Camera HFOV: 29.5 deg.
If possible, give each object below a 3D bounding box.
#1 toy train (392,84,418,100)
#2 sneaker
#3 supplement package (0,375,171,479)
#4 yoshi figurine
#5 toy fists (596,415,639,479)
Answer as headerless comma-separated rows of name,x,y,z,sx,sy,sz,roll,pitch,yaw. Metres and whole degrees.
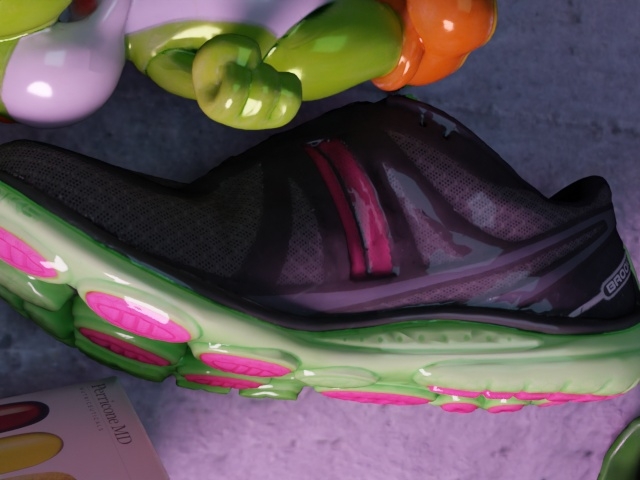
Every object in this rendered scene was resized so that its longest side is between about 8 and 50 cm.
toy train,0.057,-0.121,0.884,0.024,0.017,0.083,-15,99,-31
sneaker,0.000,0.000,0.806,0.483,0.185,0.202,10,72,-26
supplement package,-0.215,0.189,0.707,0.244,0.139,0.133,-10,119,-22
yoshi figurine,-0.086,-0.157,0.680,0.362,0.203,0.203,-13,113,-17
toy fists,0.321,0.140,0.967,0.142,0.096,0.279,22,86,-12
